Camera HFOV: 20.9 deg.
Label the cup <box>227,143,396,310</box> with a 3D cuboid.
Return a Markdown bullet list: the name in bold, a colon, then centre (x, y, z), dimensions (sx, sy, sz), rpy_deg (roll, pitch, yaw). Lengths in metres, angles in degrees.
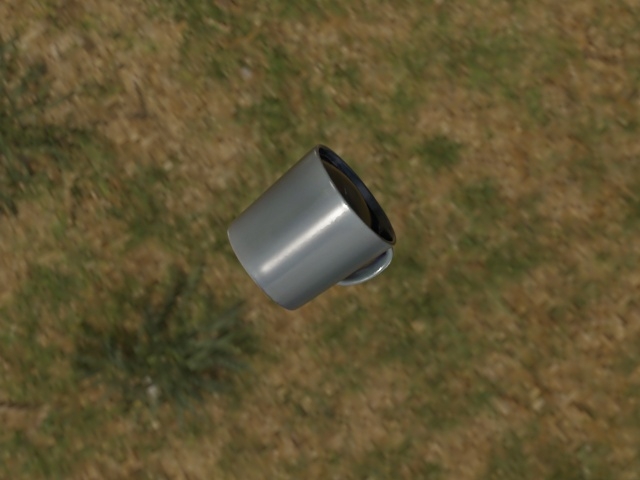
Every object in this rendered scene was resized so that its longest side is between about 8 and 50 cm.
- **cup**: centre (0.000, 0.000, 1.066), dimensions (0.077, 0.078, 0.100), rpy_deg (-38, 131, 14)
